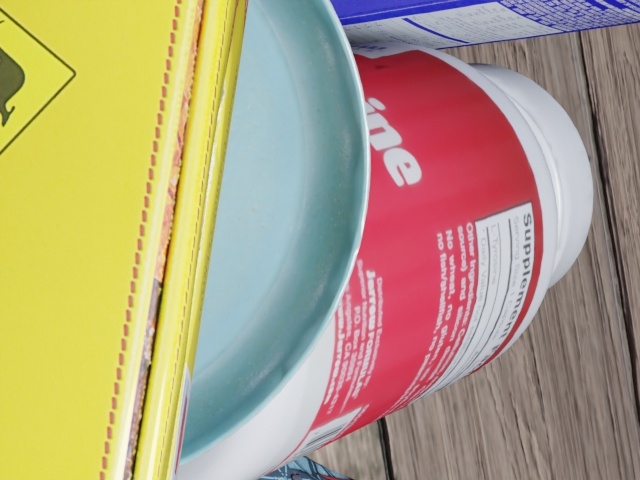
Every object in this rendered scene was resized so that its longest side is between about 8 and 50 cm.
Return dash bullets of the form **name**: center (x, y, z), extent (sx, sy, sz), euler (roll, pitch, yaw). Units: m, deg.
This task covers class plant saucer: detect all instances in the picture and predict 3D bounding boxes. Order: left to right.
- **plant saucer**: center (-0.136, -0.036, 0.864), extent (0.044, 0.318, 0.317), euler (-123, -159, -80)

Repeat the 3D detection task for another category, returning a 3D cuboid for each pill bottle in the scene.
- **pill bottle**: center (0.000, 0.000, 1.127), extent (0.408, 0.229, 0.229), euler (-19, 101, -53)

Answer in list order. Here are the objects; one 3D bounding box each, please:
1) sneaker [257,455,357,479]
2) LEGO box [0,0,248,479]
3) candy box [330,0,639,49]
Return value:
- **sneaker**: center (0.016, 0.183, 1.211), extent (0.262, 0.125, 0.104), euler (26, 65, -49)
- **LEGO box**: center (-0.227, 0.001, 0.669), extent (0.193, 0.373, 0.500), euler (101, -3, -75)
- **candy box**: center (0.096, -0.267, 1.214), extent (0.122, 0.317, 0.268), euler (16, 74, -53)
